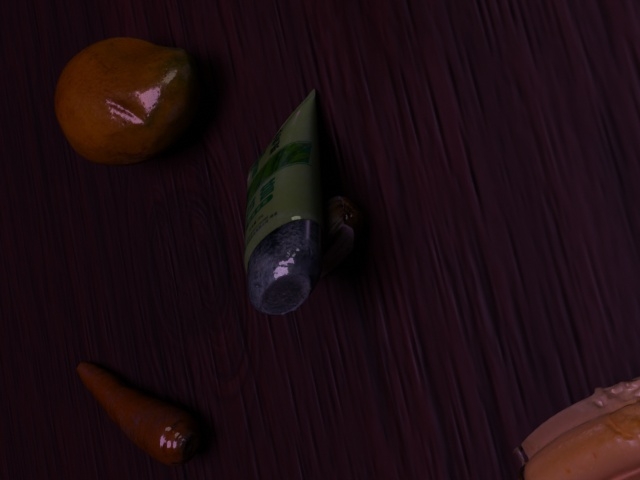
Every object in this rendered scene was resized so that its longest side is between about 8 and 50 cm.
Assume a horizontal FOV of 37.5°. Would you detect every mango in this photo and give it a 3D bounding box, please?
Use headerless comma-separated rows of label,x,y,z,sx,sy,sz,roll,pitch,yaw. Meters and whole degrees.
mango,-0.165,-0.117,0.815,0.165,0.089,0.115,21,96,40

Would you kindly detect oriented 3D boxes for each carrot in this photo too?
carrot,-0.175,0.150,0.859,0.216,0.048,0.048,19,104,49

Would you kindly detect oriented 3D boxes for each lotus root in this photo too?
lotus root,0.002,0.001,0.685,0.083,0.030,0.037,-40,38,35

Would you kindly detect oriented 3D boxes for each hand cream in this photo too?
hand cream,-0.028,-0.025,0.673,0.095,0.046,0.175,-49,32,35

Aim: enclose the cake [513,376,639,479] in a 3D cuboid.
cake,0.199,0.158,0.432,0.090,0.109,0.225,-53,55,31
